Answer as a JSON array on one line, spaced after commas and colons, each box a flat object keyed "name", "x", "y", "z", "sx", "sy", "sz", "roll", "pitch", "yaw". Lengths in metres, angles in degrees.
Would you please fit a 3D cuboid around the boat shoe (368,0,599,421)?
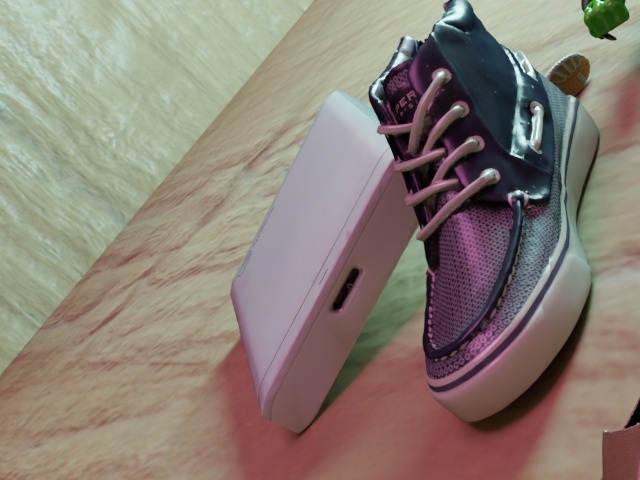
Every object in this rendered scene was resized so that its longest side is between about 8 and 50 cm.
[{"name": "boat shoe", "x": 0.089, "y": -0.035, "z": 0.931, "sx": 0.127, "sy": 0.158, "sz": 0.340, "roll": -39, "pitch": 16, "yaw": 30}]

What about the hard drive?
[{"name": "hard drive", "x": 0.000, "y": 0.000, "z": 1.217, "sx": 0.233, "sy": 0.047, "sz": 0.353, "roll": -62, "pitch": 12, "yaw": 8}]

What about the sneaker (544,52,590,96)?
[{"name": "sneaker", "x": 0.184, "y": -0.119, "z": 1.139, "sx": 0.083, "sy": 0.032, "sz": 0.037, "roll": -49, "pitch": 14, "yaw": -7}]

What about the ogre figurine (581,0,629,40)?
[{"name": "ogre figurine", "x": 0.270, "y": -0.236, "z": 1.076, "sx": 0.197, "sy": 0.096, "sz": 0.118, "roll": -56, "pitch": 24, "yaw": 13}]

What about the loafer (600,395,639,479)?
[{"name": "loafer", "x": 0.144, "y": 0.104, "z": 0.615, "sx": 0.056, "sy": 0.050, "sz": 0.148, "roll": -29, "pitch": 23, "yaw": 52}]
